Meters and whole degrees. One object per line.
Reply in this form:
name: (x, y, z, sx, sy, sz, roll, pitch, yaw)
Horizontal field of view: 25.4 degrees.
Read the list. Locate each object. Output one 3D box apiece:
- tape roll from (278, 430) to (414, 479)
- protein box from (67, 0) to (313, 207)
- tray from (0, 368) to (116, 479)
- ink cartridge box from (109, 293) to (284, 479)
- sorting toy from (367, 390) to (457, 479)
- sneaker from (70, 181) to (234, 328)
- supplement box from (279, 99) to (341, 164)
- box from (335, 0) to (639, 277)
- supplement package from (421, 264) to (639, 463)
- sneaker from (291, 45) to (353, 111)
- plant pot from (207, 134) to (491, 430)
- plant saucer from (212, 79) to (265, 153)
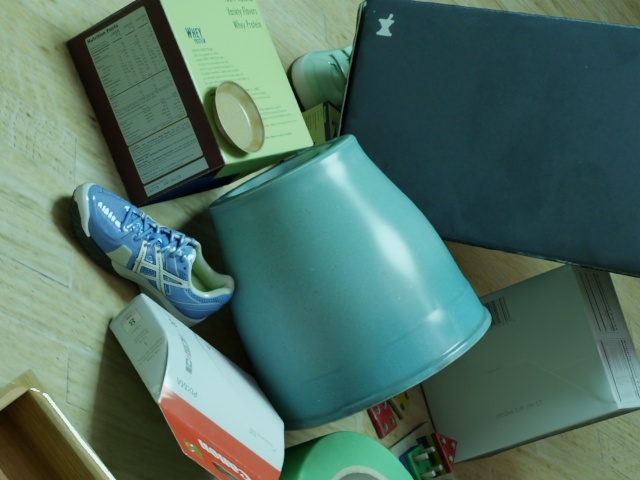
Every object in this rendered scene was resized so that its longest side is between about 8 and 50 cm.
tape roll: (0.038, 0.374, 1.572, 0.321, 0.077, 0.321, 39, 39, -42)
protein box: (-0.143, -0.165, 1.595, 0.200, 0.136, 0.201, -19, 87, -61)
tray: (-0.183, 0.324, 1.082, 0.203, 0.076, 0.411, -38, 91, -37)
ink cartridge box: (-0.097, 0.168, 1.400, 0.189, 0.066, 0.232, 43, -1, -37)
sorting toy: (0.148, 0.301, 1.842, 0.132, 0.046, 0.274, -20, 87, -62)
sneaker: (-0.173, 0.006, 1.477, 0.211, 0.081, 0.080, 44, 37, -33)
supplement box: (-0.005, -0.122, 1.851, 0.056, 0.083, 0.083, 33, 43, -46)
box: (0.333, -0.121, 1.859, 0.472, 0.480, 0.297, 6, 94, -65)
supplement package: (0.282, 0.169, 1.938, 0.145, 0.262, 0.204, 6, 64, -58)
sneaker: (0.065, -0.248, 1.992, 0.256, 0.151, 0.094, -33, 100, -60)
plant pot: (0.012, 0.031, 1.569, 0.255, 0.272, 0.271, 63, 29, -7)
plant saucer: (-0.089, -0.128, 1.501, 0.083, 0.015, 0.083, 38, 41, -42)
